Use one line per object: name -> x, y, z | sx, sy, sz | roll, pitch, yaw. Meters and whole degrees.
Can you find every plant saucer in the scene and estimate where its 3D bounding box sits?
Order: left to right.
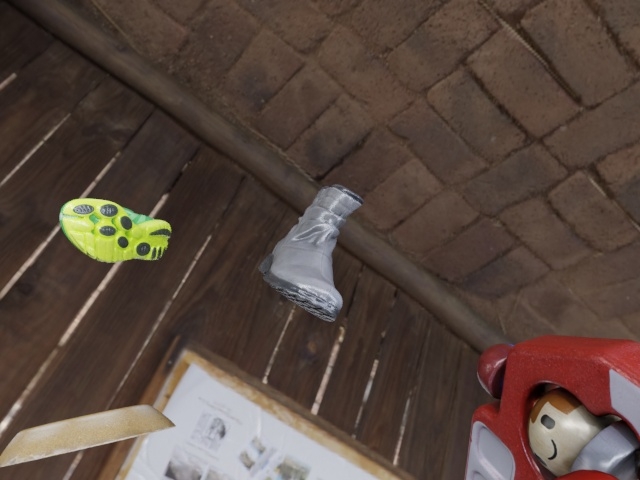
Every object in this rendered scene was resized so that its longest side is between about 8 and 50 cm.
plant saucer -> -0.114, 0.094, 0.311 | 0.084, 0.015, 0.083 | -12, 167, -3

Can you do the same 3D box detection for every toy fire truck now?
toy fire truck -> 0.201, 0.209, 0.502 | 0.170, 0.254, 0.301 | -11, 115, -22

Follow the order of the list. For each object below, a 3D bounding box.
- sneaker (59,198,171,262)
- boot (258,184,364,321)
sneaker -> -0.398, -0.016, 1.195 | 0.124, 0.109, 0.295 | 13, 175, 17
boot -> 0.000, 0.000, 1.116 | 0.118, 0.222, 0.338 | 37, 178, -21
